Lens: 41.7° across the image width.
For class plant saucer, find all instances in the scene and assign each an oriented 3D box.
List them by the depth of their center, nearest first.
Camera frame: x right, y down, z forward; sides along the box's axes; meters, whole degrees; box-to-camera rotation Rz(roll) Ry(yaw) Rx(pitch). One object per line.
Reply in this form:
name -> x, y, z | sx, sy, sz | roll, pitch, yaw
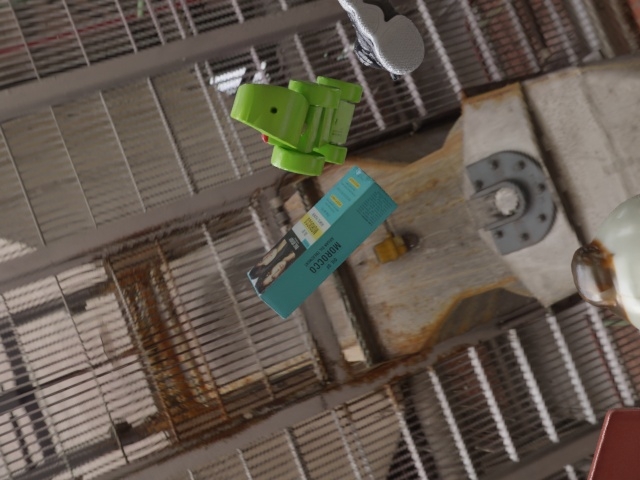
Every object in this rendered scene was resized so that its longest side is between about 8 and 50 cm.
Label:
plant saucer -> 0.580, 0.397, 1.478 | 0.259, 0.047, 0.258 | 4, -71, -15

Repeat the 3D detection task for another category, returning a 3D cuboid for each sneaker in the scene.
sneaker -> 0.079, -0.397, 1.453 | 0.101, 0.153, 0.268 | -29, -88, -6

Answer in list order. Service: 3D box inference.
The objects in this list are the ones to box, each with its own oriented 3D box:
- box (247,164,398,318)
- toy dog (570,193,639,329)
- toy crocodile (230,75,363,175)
box -> 0.000, 0.000, 1.288 | 0.244, 0.100, 0.060 | -45, -65, 3
toy dog -> 0.480, 0.001, 1.019 | 0.285, 0.408, 0.395 | -35, -99, -22
toy crocodile -> -0.019, -0.161, 1.110 | 0.105, 0.340, 0.115 | 16, -76, 11
